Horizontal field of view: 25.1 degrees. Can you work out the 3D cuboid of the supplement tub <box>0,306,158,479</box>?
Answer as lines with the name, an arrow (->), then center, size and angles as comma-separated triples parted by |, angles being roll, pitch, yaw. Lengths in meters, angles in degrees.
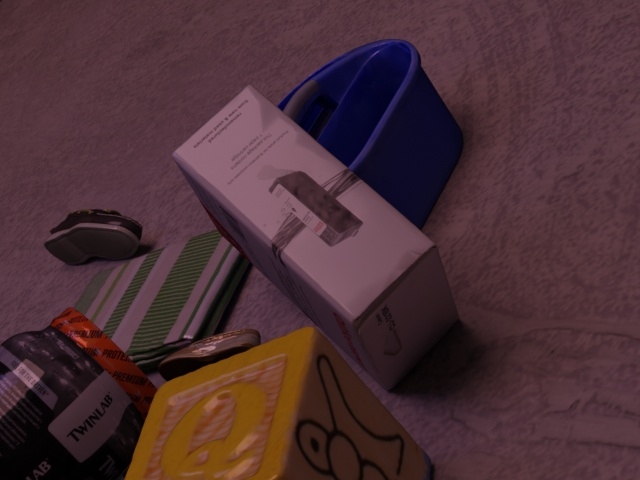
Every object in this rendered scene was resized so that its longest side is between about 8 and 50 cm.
supplement tub -> -0.347, 0.248, 1.612 | 0.338, 0.207, 0.207 | -45, 27, -14

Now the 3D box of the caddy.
caddy -> 0.016, -0.103, 1.732 | 0.241, 0.179, 0.341 | -12, 38, 44

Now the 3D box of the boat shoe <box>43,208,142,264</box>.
boat shoe -> -0.330, -0.016, 2.135 | 0.228, 0.081, 0.068 | -7, 45, 50

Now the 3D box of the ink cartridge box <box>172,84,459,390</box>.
ink cartridge box -> 0.000, 0.000, 1.449 | 0.114, 0.197, 0.273 | -43, 64, -9

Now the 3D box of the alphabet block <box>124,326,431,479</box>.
alphabet block -> -0.038, 0.226, 1.274 | 0.193, 0.197, 0.192 | -24, 30, 27

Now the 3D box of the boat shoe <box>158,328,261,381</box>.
boat shoe -> -0.127, 0.136, 1.692 | 0.135, 0.050, 0.045 | -13, 32, 24

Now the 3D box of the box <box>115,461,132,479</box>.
box -> -0.155, 0.281, 1.514 | 0.114, 0.036, 0.207 | -49, 29, -18

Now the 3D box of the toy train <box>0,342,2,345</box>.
toy train -> -0.451, 0.197, 1.954 | 0.125, 0.046, 0.166 | -52, 10, -2

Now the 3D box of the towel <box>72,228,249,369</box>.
towel -> -0.232, 0.093, 1.901 | 0.325, 0.038, 0.248 | -20, 32, 37
